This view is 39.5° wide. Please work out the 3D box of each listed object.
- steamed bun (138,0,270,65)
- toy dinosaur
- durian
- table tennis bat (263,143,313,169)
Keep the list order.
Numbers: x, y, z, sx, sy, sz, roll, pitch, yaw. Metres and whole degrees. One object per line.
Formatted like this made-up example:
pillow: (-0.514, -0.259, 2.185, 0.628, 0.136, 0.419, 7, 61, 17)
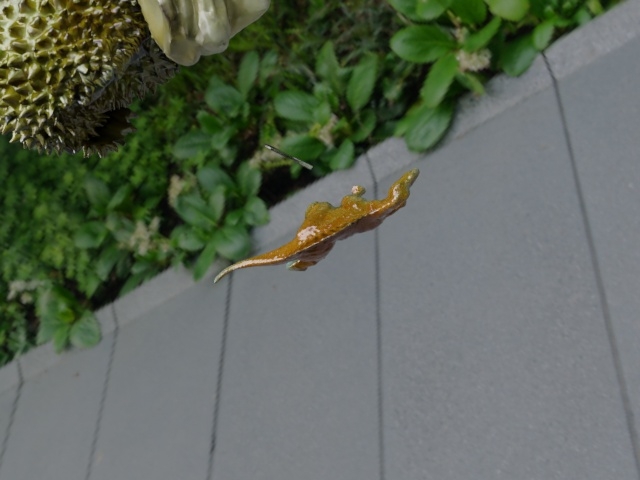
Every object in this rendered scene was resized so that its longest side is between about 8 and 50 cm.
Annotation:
steamed bun: (-0.148, -0.381, 0.929, 0.189, 0.428, 0.247, -20, -3, -20)
toy dinosaur: (0.001, -0.001, 0.916, 0.212, 0.057, 0.142, -38, 11, -16)
durian: (-0.283, -0.233, 1.061, 0.258, 0.258, 0.293, -33, 2, 27)
table tennis bat: (-0.051, -0.132, 1.394, 0.007, 0.083, 0.050, -64, 5, 7)
